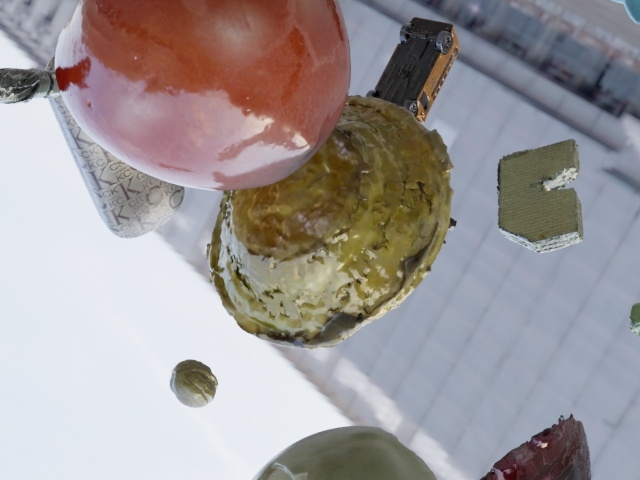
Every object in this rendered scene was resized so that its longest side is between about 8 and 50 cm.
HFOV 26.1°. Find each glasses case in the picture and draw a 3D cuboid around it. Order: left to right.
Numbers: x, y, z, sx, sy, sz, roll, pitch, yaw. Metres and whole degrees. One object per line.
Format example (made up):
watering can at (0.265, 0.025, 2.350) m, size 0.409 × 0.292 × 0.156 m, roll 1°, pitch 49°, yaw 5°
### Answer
glasses case at (-0.289, -0.144, 1.975) m, size 0.085 × 0.137 × 0.355 m, roll 44°, pitch 159°, yaw 39°

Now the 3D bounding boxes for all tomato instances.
tomato at (-0.116, -0.196, 1.500) m, size 0.321 × 0.321 × 0.321 m, roll 27°, pitch -168°, yaw -6°

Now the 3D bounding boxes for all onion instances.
onion at (0.328, 0.422, 2.160) m, size 0.146 × 0.314 × 0.280 m, roll 50°, pitch 168°, yaw 29°

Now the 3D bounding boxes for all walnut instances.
walnut at (-0.217, 0.244, 2.353) m, size 0.092 × 0.092 × 0.092 m, roll 27°, pitch -168°, yaw -6°

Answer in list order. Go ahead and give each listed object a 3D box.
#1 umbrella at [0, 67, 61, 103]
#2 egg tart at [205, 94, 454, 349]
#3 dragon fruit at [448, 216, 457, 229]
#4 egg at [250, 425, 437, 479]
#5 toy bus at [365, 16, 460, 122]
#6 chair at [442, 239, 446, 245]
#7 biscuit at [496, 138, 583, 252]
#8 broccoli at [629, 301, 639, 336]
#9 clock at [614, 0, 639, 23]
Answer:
umbrella at (-0.357, -0.168, 1.519) m, size 0.050 × 0.046 × 0.188 m, roll 21°, pitch -163°, yaw 33°
egg tart at (-0.006, -0.036, 1.667) m, size 0.341 × 0.341 × 0.132 m, roll 37°, pitch 177°, yaw 34°
dragon fruit at (0.143, -0.042, 2.392) m, size 0.166 × 0.160 × 0.172 m, roll 28°, pitch 165°, yaw -8°
egg at (0.015, 0.428, 2.020) m, size 0.336 × 0.278 × 0.278 m, roll -31°, pitch -128°, yaw -31°
toy bus at (0.147, -0.252, 2.167) m, size 0.083 × 0.194 × 0.088 m, roll 18°, pitch 161°, yaw 31°
chair at (0.000, 0.000, 1.885) m, size 0.166 × 0.272 × 0.188 m, roll -11°, pitch -107°, yaw -49°
biscuit at (0.376, -0.071, 2.354) m, size 0.046 × 0.147 × 0.250 m, roll 58°, pitch -154°, yaw -36°
broccoli at (0.512, 0.095, 1.887) m, size 0.194 × 0.194 × 0.219 m, roll 36°, pitch -164°, yaw 32°
clock at (0.457, -0.446, 1.975) m, size 0.223 × 0.274 × 0.094 m, roll 22°, pitch 159°, yaw 1°
